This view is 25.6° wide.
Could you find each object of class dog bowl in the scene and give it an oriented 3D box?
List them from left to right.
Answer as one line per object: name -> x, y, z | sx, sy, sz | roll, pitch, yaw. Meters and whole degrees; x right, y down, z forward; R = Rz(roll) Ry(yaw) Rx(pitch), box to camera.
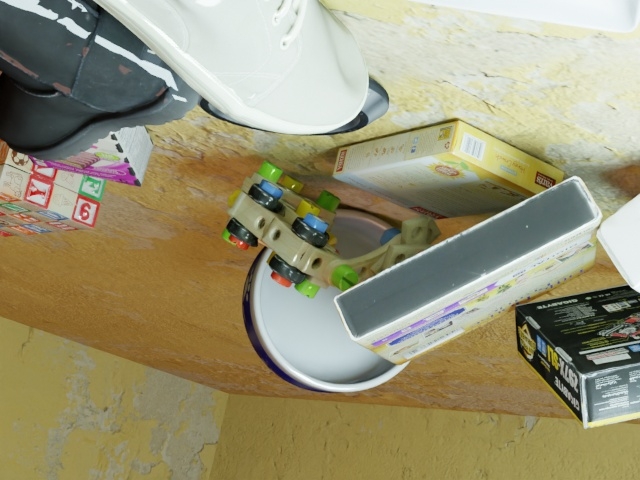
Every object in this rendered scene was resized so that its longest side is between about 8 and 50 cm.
dog bowl -> 0.022, 0.091, 2.055 | 0.265, 0.264, 0.104 | 16, 168, -12

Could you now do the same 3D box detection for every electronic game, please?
electronic game -> -0.038, -0.162, 1.560 | 0.229, 0.048, 0.229 | 6, 170, 1

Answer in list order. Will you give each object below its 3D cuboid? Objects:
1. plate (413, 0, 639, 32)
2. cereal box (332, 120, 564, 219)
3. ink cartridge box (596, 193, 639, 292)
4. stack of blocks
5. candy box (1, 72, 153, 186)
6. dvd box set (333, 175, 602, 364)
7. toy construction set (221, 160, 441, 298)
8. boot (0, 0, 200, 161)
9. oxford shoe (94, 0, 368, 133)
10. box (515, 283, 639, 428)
plate -> 0.120, -0.252, 1.076 | 0.278, 0.045, 0.277 | 11, 165, 9
cereal box -> 0.151, -0.081, 1.714 | 0.173, 0.047, 0.240 | 22, 164, -32
ink cartridge box -> 0.436, 0.008, 1.568 | 0.160, 0.092, 0.219 | -42, 139, 21
stack of blocks -> -0.491, -0.078, 2.211 | 0.171, 0.087, 0.297 | 23, 163, -36
candy box -> -0.315, -0.147, 1.820 | 0.159, 0.071, 0.233 | 12, 165, 5
dvd box set -> 0.193, 0.050, 1.727 | 0.308, 0.062, 0.420 | -27, 168, 6
toy construction set -> 0.000, 0.000, 1.817 | 0.328, 0.151, 0.215 | 18, 176, 45
boot -> -0.384, -0.231, 1.391 | 0.445, 0.146, 0.367 | 21, 158, -38
oxford shoe -> -0.070, -0.215, 1.185 | 0.130, 0.169, 0.449 | -16, 152, 29
box -> 0.434, 0.125, 1.765 | 0.322, 0.079, 0.257 | -10, -161, -8
